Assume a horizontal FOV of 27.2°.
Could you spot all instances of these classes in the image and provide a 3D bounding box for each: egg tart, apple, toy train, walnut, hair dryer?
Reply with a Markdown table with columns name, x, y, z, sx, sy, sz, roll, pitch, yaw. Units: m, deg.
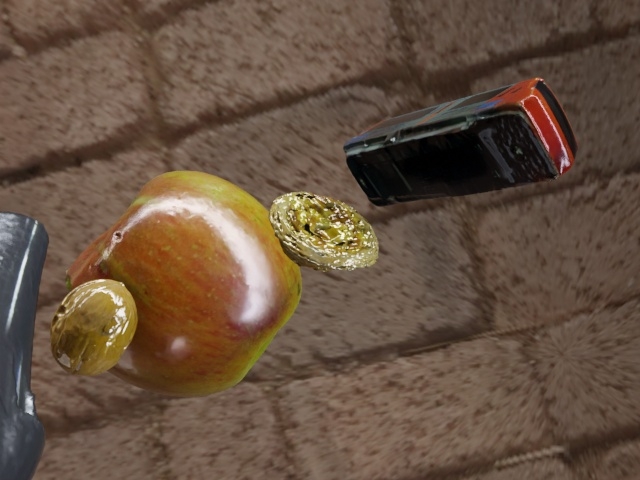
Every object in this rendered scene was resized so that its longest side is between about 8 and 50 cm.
| name | x | y | z | sx | sy | sz | roll | pitch | yaw |
| --- | --- | --- | --- | --- | --- | --- | --- | --- | --- |
| egg tart | 0.000 | 0.000 | 1.405 | 0.129 | 0.129 | 0.049 | 33 | 123 | 11 |
| apple | -0.200 | 0.072 | 1.971 | 0.339 | 0.339 | 0.339 | -1 | 85 | 10 |
| toy train | 0.142 | -0.097 | 1.333 | 0.089 | 0.409 | 0.086 | -34 | 100 | -19 |
| walnut | -0.255 | 0.102 | 1.481 | 0.091 | 0.052 | 0.121 | 28 | 96 | -12 |
| hair dryer | -0.344 | 0.090 | 0.813 | 0.359 | 0.120 | 0.304 | 0 | 45 | 0 |
